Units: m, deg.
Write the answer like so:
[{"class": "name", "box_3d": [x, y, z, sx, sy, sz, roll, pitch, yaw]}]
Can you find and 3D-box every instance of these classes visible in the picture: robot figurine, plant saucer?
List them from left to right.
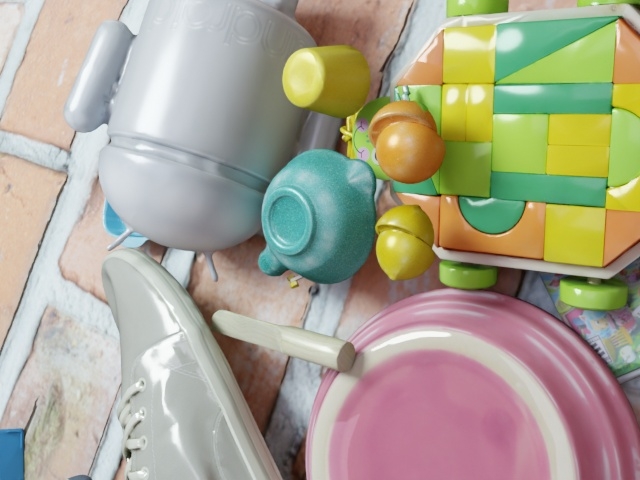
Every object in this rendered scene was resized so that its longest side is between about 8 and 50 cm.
[{"class": "robot figurine", "box_3d": [-0.125, -0.140, 0.821, 0.299, 0.200, 0.354, 16, 87, -5]}, {"class": "plant saucer", "box_3d": [0.116, 0.206, 0.670, 0.332, 0.084, 0.332, -7, 76, 32]}]

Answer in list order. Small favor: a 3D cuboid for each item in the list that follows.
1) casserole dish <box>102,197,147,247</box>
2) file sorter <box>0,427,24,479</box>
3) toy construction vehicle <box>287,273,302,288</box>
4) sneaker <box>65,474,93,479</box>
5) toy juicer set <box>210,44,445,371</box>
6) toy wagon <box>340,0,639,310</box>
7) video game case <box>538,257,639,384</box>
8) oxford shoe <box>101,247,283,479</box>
[{"class": "casserole dish", "box_3d": [-0.221, -0.080, 0.955, 0.114, 0.037, 0.189, 3, 79, 29]}, {"class": "file sorter", "box_3d": [-0.480, 0.308, 0.932, 0.104, 0.170, 0.118, -16, 72, 27]}, {"class": "toy construction vehicle", "box_3d": [0.000, 0.000, 0.799, 0.098, 0.035, 0.086, -19, 79, -9]}, {"class": "sneaker", "box_3d": [-0.333, 0.386, 0.891, 0.258, 0.094, 0.091, -48, 24, 22]}, {"class": "toy juicer set", "box_3d": [0.021, -0.004, 0.707, 0.209, 0.089, 0.329, 34, 116, 32]}, {"class": "toy wagon", "box_3d": [0.153, -0.085, 0.666, 0.344, 0.068, 0.267, 7, 103, 35]}, {"class": "video game case", "box_3d": [0.305, 0.005, 0.661, 0.212, 0.023, 0.193, -29, 67, 20]}, {"class": "oxford shoe", "box_3d": [-0.155, 0.195, 0.778, 0.449, 0.130, 0.169, 59, 151, 24]}]
